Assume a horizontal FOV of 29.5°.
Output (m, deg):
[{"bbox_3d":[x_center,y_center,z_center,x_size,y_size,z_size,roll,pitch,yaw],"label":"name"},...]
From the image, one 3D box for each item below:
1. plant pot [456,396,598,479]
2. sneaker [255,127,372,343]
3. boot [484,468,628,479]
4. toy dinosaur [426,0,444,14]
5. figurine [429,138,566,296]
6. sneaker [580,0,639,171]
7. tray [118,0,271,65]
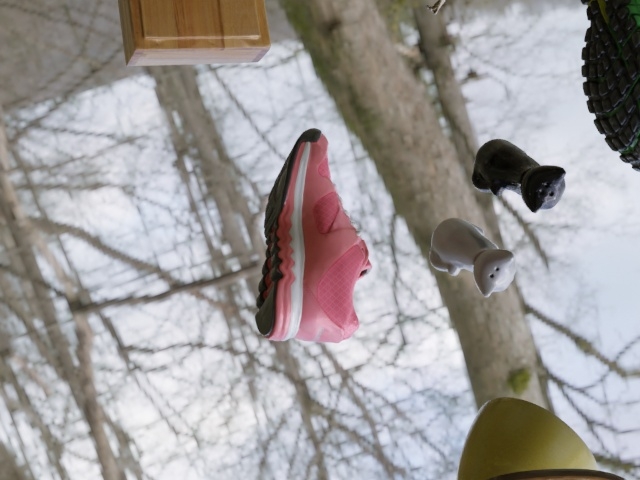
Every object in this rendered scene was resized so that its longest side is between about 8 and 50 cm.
[{"bbox_3d":[0.181,0.230,1.149,0.134,0.134,0.095,5,-142,44],"label":"plant pot"},{"bbox_3d":[0.000,0.001,1.565,0.136,0.116,0.314,14,-123,-13],"label":"sneaker"},{"bbox_3d":[0.122,0.269,0.984,0.305,0.112,0.115,-13,-149,-2],"label":"boot"},{"bbox_3d":[0.162,-0.347,1.587,0.093,0.053,0.183,-53,161,22],"label":"toy dinosaur"},{"bbox_3d":[0.252,-0.027,1.704,0.215,0.092,0.209,-61,-164,5],"label":"figurine"},{"bbox_3d":[0.374,-0.238,1.333,0.146,0.344,0.134,0,169,-15],"label":"sneaker"},{"bbox_3d":[-0.203,-0.464,1.776,0.202,0.411,0.076,-5,169,-22],"label":"tray"}]
